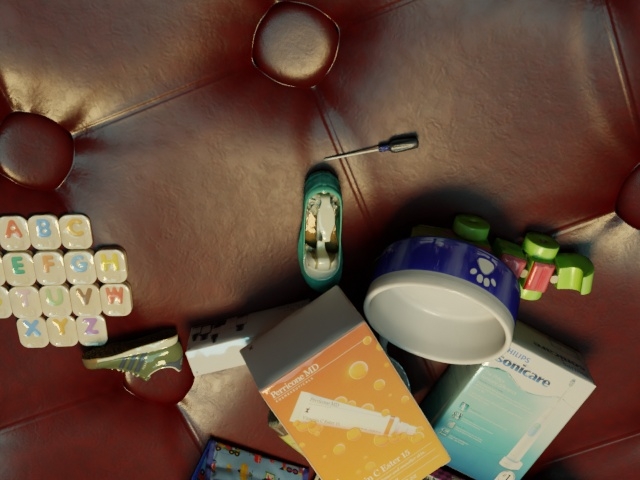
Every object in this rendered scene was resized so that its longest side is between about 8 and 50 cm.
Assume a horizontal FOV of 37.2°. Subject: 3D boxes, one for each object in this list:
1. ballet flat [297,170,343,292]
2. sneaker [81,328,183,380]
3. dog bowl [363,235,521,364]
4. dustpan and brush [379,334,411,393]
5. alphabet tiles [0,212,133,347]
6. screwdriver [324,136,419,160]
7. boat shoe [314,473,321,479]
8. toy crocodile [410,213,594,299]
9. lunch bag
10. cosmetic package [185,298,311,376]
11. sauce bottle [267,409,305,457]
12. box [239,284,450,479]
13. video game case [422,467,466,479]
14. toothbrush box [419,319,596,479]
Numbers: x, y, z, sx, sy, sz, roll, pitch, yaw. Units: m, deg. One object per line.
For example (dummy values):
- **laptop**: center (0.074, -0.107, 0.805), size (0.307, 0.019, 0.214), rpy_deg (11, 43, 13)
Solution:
- **ballet flat**: center (0.000, 0.000, 1.702), size (0.083, 0.087, 0.247), rpy_deg (-1, 116, -1)
- **sneaker**: center (-0.354, 0.236, 1.820), size (0.192, 0.064, 0.086), rpy_deg (-14, 110, 3)
- **dog bowl**: center (0.215, 0.108, 1.675), size (0.264, 0.104, 0.265), rpy_deg (14, 149, 9)
- **dustpan and brush**: center (0.114, 0.250, 1.846), size (0.147, 0.060, 0.211), rpy_deg (11, 122, 8)
- **alphabet tiles**: center (-0.498, 0.081, 1.772), size (0.284, 0.021, 0.278), rpy_deg (-1, 115, 0)
- **screwdriver**: center (0.089, -0.156, 1.665), size (0.169, 0.025, 0.024), rpy_deg (-12, 115, 4)
- **boat shoe**: center (-0.004, 0.517, 1.972), size (0.043, 0.049, 0.137), rpy_deg (40, 119, 28)
- **toy crocodile**: center (0.323, 0.038, 1.714), size (0.340, 0.105, 0.115), rpy_deg (13, 114, -6)
- **lunch bag**: center (-0.179, 0.581, 1.964), size (0.221, 0.138, 0.293), rpy_deg (20, 123, -13)
- **cosmetic package**: center (-0.127, 0.180, 1.780), size (0.239, 0.099, 0.060), rpy_deg (-14, 115, 5)
- **sauce bottle**: center (0.047, 0.426, 1.889), size (0.111, 0.111, 0.344), rpy_deg (-41, 107, 17)
- **box**: center (0.045, 0.293, 1.692), size (0.215, 0.168, 0.345), rpy_deg (-34, 115, -3)
- **video game case**: center (0.282, 0.580, 1.927), size (0.232, 0.042, 0.210), rpy_deg (17, 118, 36)
- **toothbrush box**: center (0.347, 0.310, 1.831), size (0.216, 0.126, 0.295), rpy_deg (27, 113, -12)
